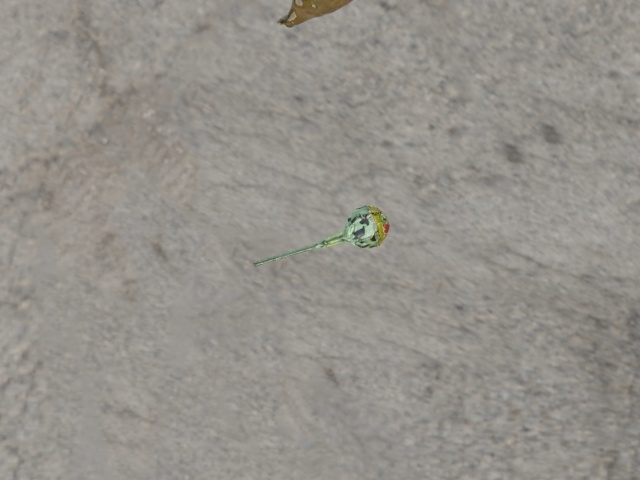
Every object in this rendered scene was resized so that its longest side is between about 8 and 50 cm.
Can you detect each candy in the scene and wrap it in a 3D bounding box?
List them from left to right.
[{"bbox_3d":[0.000,0.000,0.590,0.083,0.025,0.023,-15,59,-2],"label":"candy"}]

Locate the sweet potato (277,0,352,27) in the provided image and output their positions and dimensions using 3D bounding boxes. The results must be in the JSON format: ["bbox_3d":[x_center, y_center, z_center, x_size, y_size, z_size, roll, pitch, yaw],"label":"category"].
[{"bbox_3d":[0.044,-0.240,0.655,0.075,0.074,0.269,54,137,28],"label":"sweet potato"}]
